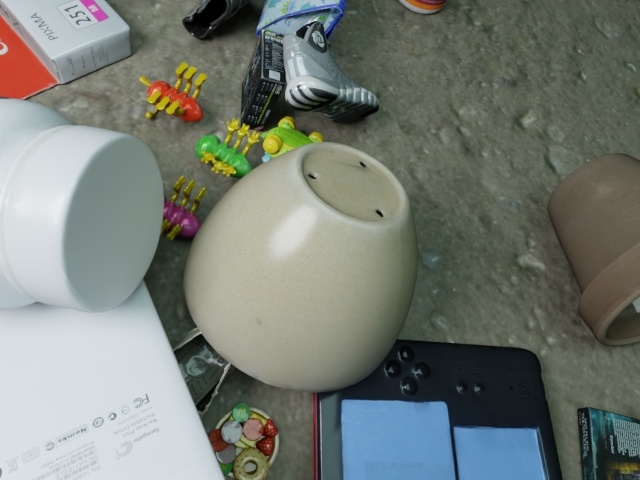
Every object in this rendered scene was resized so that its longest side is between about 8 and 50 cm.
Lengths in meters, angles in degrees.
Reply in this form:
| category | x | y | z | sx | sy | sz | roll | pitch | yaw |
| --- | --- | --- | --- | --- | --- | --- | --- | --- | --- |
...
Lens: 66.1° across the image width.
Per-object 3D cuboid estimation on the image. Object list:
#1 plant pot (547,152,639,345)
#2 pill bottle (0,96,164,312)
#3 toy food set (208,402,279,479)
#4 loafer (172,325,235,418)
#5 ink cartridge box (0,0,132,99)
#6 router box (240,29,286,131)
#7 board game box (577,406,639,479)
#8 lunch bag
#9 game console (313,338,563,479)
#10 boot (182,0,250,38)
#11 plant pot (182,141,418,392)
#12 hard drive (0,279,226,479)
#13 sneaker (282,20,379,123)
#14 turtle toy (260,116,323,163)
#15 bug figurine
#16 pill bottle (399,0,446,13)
| category | x | y | z | sx | sy | sz | roll | pitch | yaw |
| --- | --- | --- | --- | --- | --- | --- | --- | --- | --- |
| plant pot | 0.474 | -0.008 | 0.740 | 0.262 | 0.263 | 0.229 | -7 | 51 | -18 |
| pill bottle | -0.362 | -0.046 | 0.491 | 0.360 | 0.204 | 0.204 | 11 | 62 | 8 |
| toy food set | -0.090 | 0.239 | 0.581 | 0.082 | 0.020 | 0.083 | 30 | 62 | 0 |
| loafer | -0.183 | 0.192 | 0.536 | 0.101 | 0.092 | 0.269 | 31 | 61 | 2 |
| ink cartridge box | -0.465 | -0.342 | 0.731 | 0.238 | 0.060 | 0.275 | -38 | 80 | -28 |
| router box | -0.089 | -0.239 | 0.747 | 0.038 | 0.122 | 0.092 | 7 | 65 | -22 |
| board game box | 0.419 | 0.336 | 0.671 | 0.126 | 0.026 | 0.186 | 16 | 62 | -8 |
| lunch bag | -0.019 | -0.390 | 0.819 | 0.096 | 0.151 | 0.129 | 33 | 53 | -42 |
| game console | 0.154 | 0.315 | 0.591 | 0.341 | 0.060 | 0.387 | 5 | 65 | -12 |
| boot | -0.113 | -0.410 | 0.771 | 0.083 | 0.246 | 0.161 | 42 | 56 | -26 |
| plant pot | 0.000 | 0.000 | 0.572 | 0.283 | 0.191 | 0.284 | 15 | 42 | -14 |
| hard drive | -0.261 | 0.147 | 0.479 | 0.232 | 0.047 | 0.353 | -23 | 50 | -19 |
| sneaker | 0.016 | -0.257 | 0.738 | 0.228 | 0.086 | 0.132 | -10 | 86 | -63 |
| turtle toy | -0.034 | -0.123 | 0.739 | 0.130 | 0.066 | 0.095 | 29 | 38 | -3 |
| bug figurine | -0.220 | -0.109 | 0.679 | 0.216 | 0.072 | 0.279 | 32 | 63 | 3 |
| pill bottle | 0.228 | -0.555 | 0.924 | 0.121 | 0.221 | 0.121 | 6 | 64 | -13 |
